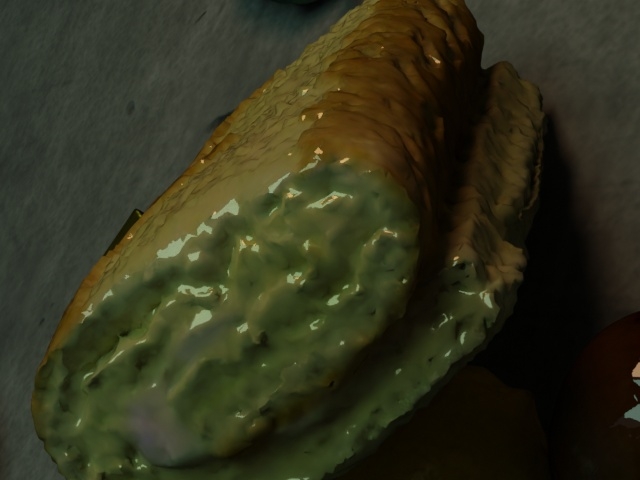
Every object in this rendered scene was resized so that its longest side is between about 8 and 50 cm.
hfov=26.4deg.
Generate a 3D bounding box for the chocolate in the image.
[{"bbox_3d":[0.170,0.103,0.660,0.133,0.127,0.124,-61,2,21],"label":"chocolate"}]

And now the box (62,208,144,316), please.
[{"bbox_3d":[-0.150,0.063,1.142,0.121,0.030,0.193,-55,35,7],"label":"box"}]

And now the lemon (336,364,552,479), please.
[{"bbox_3d":[0.060,0.135,0.750,0.155,0.114,0.114,-42,38,16],"label":"lemon"}]

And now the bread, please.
[{"bbox_3d":[0.000,0.000,0.757,0.236,0.165,0.375,-40,9,21],"label":"bread"}]

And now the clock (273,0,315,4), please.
[{"bbox_3d":[-0.009,-0.273,1.176,0.159,0.066,0.211,-55,35,8],"label":"clock"}]
